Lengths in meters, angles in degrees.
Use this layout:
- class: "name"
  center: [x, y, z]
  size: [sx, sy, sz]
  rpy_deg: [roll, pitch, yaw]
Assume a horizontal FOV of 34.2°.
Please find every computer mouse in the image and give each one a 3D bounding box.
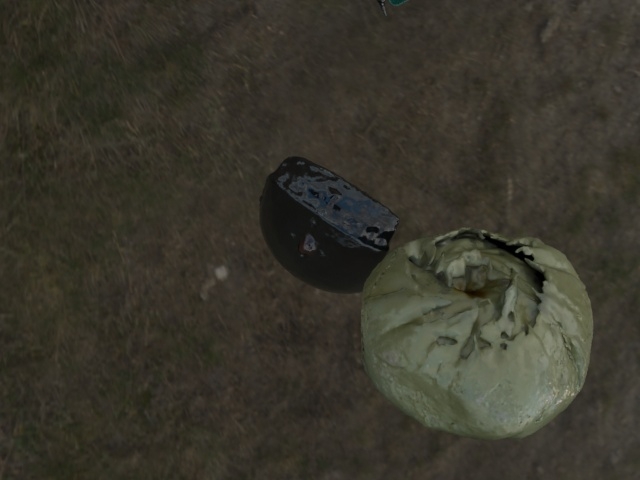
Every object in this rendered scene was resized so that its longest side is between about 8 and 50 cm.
- class: "computer mouse"
  center: [0.000, 0.000, 1.296]
  size: [0.170, 0.269, 0.100]
  rpy_deg: [29, 75, 5]

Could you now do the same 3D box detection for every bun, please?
- class: "bun"
  center: [0.165, 0.076, 1.102]
  size: [0.259, 0.259, 0.152]
  rpy_deg: [-16, 134, -11]

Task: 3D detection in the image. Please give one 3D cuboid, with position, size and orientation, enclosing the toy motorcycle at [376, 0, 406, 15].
- class: "toy motorcycle"
  center: [0.116, -0.413, 1.634]
  size: [0.100, 0.173, 0.058]
  rpy_deg: [-26, 78, 17]
